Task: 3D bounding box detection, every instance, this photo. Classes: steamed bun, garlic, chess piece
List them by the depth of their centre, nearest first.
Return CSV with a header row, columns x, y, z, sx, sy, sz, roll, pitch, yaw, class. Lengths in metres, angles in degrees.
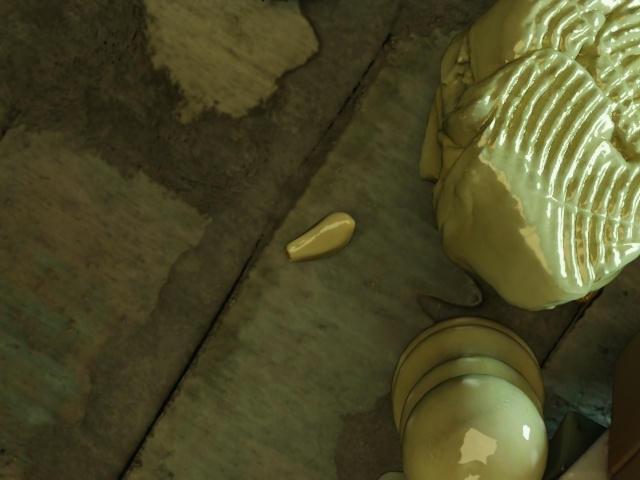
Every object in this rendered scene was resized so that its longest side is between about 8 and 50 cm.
x,y,z,sx,sy,sz,roll,pitch,yaw,class
0.143,0.168,0.819,0.167,0.299,0.167,0,92,6,chess piece
0.219,-0.089,0.855,0.276,0.203,0.289,-13,90,-17,steamed bun
0.000,-0.001,0.956,0.083,0.053,0.041,-28,86,-1,garlic

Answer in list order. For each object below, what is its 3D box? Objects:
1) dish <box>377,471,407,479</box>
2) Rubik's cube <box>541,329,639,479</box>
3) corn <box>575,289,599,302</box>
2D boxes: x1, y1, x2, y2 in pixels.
x,y,z,sx,sy,sz,roll,pitch,yaw,class
0.099,0.322,0.959,0.091,0.039,0.137,-34,85,7,dish
0.354,0.271,0.763,0.387,0.368,0.358,5,135,-24,Rubik's cube
0.291,0.023,0.927,0.037,0.037,0.092,28,97,6,corn
